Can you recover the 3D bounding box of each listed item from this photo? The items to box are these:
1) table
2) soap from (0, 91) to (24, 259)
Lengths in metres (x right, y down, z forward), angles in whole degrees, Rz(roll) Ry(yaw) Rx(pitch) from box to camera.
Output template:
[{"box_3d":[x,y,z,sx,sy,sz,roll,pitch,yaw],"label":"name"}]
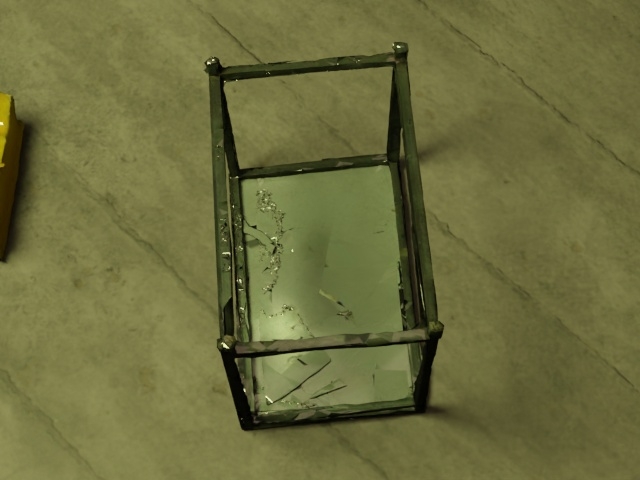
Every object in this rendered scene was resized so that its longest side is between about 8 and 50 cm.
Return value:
[{"box_3d":[0.000,0.000,1.349,0.222,0.272,0.335,-5,65,-1],"label":"table"},{"box_3d":[-0.531,-0.084,1.496,0.324,0.096,0.204,3,66,2],"label":"soap"}]
